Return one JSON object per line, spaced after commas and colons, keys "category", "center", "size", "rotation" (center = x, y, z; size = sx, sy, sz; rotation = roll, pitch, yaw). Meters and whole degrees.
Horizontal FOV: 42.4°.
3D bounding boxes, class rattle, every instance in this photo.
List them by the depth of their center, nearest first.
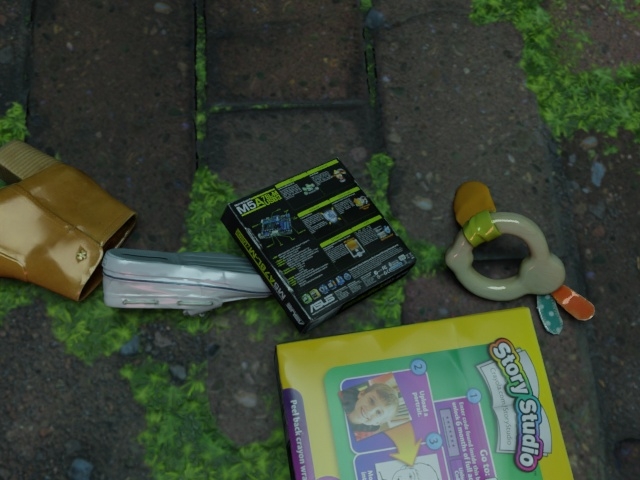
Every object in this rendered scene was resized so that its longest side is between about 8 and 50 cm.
{"category": "rattle", "center": [0.263, 0.023, 1.101], "size": [0.199, 0.143, 0.130], "rotation": [25, 102, -10]}

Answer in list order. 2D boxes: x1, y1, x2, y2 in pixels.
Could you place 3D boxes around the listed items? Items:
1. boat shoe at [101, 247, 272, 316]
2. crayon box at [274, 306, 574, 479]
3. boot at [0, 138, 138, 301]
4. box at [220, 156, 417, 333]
{"category": "boat shoe", "center": [-0.162, 0.058, 1.046], "size": [0.226, 0.083, 0.076], "rotation": [7, 105, -11]}
{"category": "crayon box", "center": [0.126, 0.281, 0.956], "size": [0.313, 0.106, 0.363], "rotation": [-7, 70, -7]}
{"category": "boot", "center": [-0.388, 0.020, 1.027], "size": [0.211, 0.104, 0.295], "rotation": [35, 67, 10]}
{"category": "box", "center": [0.000, 0.000, 1.056], "size": [0.190, 0.045, 0.184], "rotation": [-27, 71, -34]}
